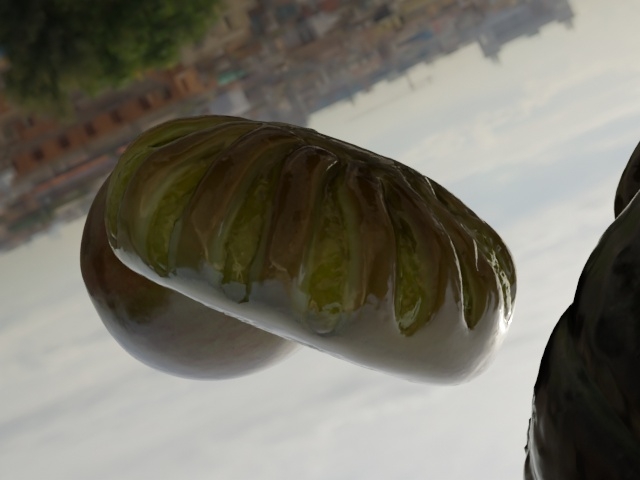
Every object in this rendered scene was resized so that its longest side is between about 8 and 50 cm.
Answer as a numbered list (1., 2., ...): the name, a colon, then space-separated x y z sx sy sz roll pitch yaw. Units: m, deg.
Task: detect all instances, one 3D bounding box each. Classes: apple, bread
1. apple: -0.114 0.015 1.474 0.234 0.256 0.257 -22 -175 24
2. bread: 0.000 0.000 1.170 0.333 0.333 0.160 -90 -160 -90

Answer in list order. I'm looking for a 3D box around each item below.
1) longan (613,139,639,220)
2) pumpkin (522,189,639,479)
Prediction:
1. longan: 0.210 -0.031 0.820 0.113 0.092 0.113 -22 143 -17
2. pumpkin: 0.217 0.055 0.559 0.296 0.296 0.296 -25 -176 2
